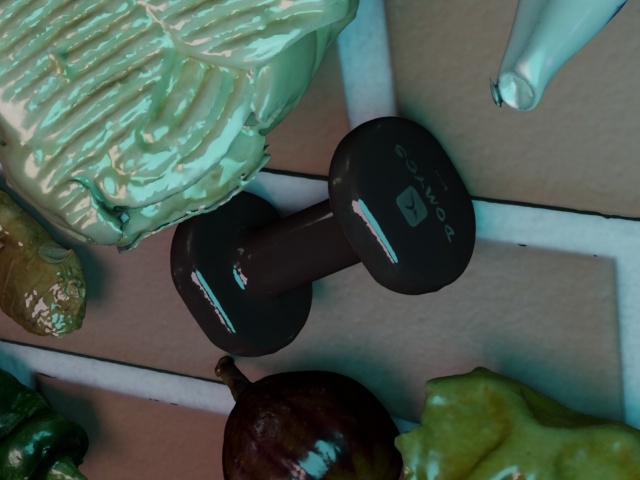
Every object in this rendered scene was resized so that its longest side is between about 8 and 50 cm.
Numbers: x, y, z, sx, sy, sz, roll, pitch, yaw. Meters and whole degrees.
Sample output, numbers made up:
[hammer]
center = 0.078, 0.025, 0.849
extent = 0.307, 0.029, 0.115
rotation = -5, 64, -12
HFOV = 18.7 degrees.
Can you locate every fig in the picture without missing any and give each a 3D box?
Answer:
[fig]
center = -0.014, 0.166, 1.612
extent = 0.149, 0.148, 0.202
rotation = -25, 79, 15

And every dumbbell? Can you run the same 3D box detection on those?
[dumbbell]
center = 0.000, 0.000, 1.510
extent = 0.225, 0.124, 0.140
rotation = -24, 103, 41

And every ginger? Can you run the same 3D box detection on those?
[ginger]
center = -0.268, 0.023, 1.747
extent = 0.165, 0.067, 0.096
rotation = 49, 134, 16

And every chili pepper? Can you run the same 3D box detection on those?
[chili pepper]
center = -0.322, 0.166, 1.845
extent = 0.270, 0.099, 0.136
rotation = 29, 121, 22

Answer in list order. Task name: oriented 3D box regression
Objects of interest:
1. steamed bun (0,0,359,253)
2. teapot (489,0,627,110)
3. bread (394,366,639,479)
[steamed bun]
center = -0.142, -0.192, 1.416
extent = 0.347, 0.237, 0.394
rotation = 10, 94, 3
[teapot]
center = 0.179, -0.268, 1.120
extent = 0.252, 0.280, 0.424
rotation = 26, 127, 17
[bread]
center = 0.186, 0.245, 1.492
extent = 0.252, 0.196, 0.238
rotation = 12, 125, 24
